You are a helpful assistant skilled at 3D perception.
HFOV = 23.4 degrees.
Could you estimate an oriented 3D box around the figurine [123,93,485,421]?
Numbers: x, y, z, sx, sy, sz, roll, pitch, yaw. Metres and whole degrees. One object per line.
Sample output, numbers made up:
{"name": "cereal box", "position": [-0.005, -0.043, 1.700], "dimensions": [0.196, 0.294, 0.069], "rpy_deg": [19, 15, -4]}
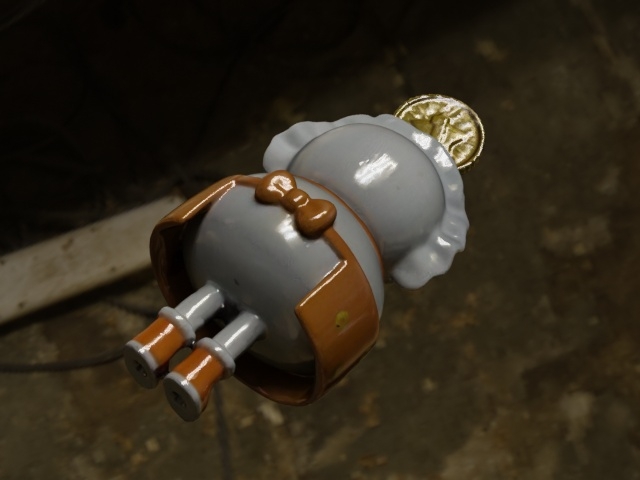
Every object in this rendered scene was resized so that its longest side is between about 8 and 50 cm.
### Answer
{"name": "figurine", "position": [-0.001, -0.003, 0.903], "dimensions": [0.143, 0.143, 0.271], "rpy_deg": [46, 75, -12]}
